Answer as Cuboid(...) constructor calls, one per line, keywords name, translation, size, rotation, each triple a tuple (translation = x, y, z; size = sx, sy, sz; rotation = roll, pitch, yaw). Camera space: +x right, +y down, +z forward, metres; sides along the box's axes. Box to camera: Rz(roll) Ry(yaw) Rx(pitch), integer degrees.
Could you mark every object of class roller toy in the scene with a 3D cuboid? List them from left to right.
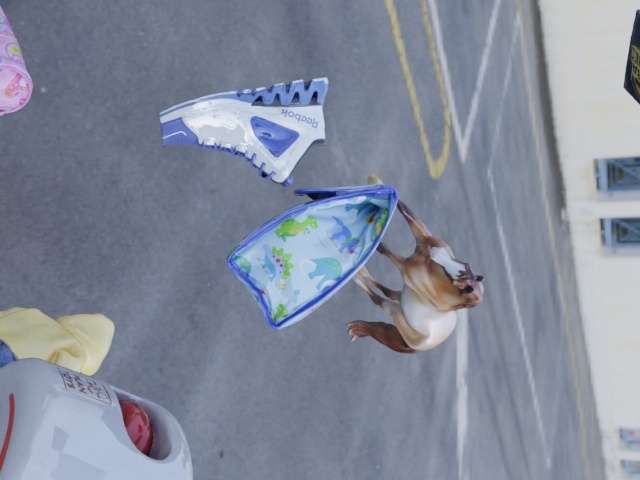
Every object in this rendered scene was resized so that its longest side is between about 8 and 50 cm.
Cuboid(name="roller toy", translation=(-0.196, 0.184, 0.554), size=(0.146, 0.191, 0.209), rotation=(32, 47, -32))

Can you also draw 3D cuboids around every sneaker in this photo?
Cuboid(name="sneaker", translation=(-0.124, -0.177, 1.414), size=(0.127, 0.315, 0.182), rotation=(-139, -142, -80))

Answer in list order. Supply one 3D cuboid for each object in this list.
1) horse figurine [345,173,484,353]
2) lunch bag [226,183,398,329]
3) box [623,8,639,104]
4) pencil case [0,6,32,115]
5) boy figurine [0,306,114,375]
Cuboid(name="horse figurine", translation=(0.093, 0.051, 0.844), size=(0.066, 0.174, 0.263), rotation=(-35, 153, -26))
Cuboid(name="lunch bag", translation=(0.000, 0.000, 0.703), size=(0.096, 0.151, 0.129), rotation=(57, 0, -2))
Cuboid(name="box", translation=(0.287, -0.071, 0.381), size=(0.175, 0.220, 0.051), rotation=(-98, -178, -55))
Cuboid(name="pencil case", translation=(-0.563, -0.329, 1.280), size=(0.284, 0.124, 0.124), rotation=(57, 11, 25))
Cuboid(name="boy figurine", translation=(-0.380, 0.143, 1.005), size=(0.285, 0.177, 0.092), rotation=(-10, 124, -65))
